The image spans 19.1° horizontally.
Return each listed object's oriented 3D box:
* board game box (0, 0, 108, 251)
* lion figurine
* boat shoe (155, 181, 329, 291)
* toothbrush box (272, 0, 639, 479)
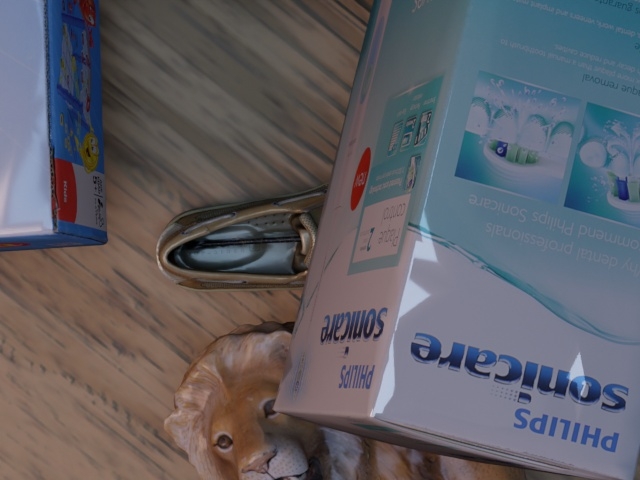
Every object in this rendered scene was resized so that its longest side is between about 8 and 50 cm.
[{"bbox_3d":[-0.277,-0.140,1.034,0.308,0.086,0.302,-3,86,12],"label":"board game box"},{"bbox_3d":[0.123,0.063,1.080,0.392,0.142,0.240,-39,87,-10],"label":"lion figurine"},{"bbox_3d":[0.000,0.000,1.094,0.190,0.072,0.068,-13,93,1],"label":"boat shoe"},{"bbox_3d":[0.087,-0.044,0.900,0.126,0.216,0.295,14,84,-11],"label":"toothbrush box"}]
